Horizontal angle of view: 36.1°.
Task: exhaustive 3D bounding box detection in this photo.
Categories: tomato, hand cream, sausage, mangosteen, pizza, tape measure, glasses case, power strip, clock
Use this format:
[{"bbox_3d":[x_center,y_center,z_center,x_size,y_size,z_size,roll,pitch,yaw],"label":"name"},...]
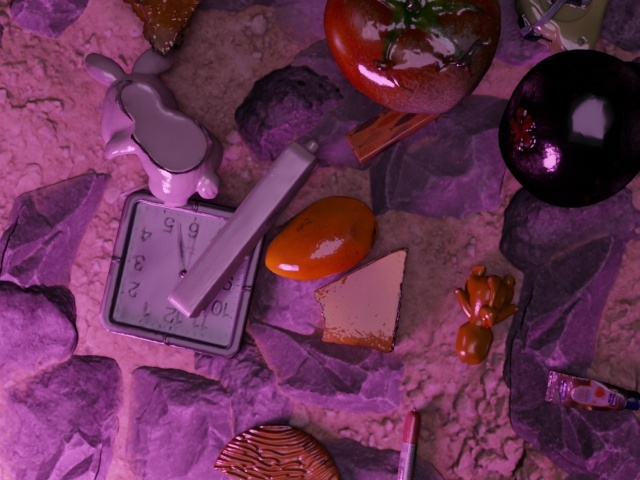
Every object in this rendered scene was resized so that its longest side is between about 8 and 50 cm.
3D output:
[{"bbox_3d":[0.165,-0.367,1.694,0.303,0.239,0.303,-1,83,6],"label":"tomato"},{"bbox_3d":[0.491,0.277,1.768,0.163,0.039,0.062,8,106,7],"label":"hand cream"},{"bbox_3d":[0.158,0.415,1.797,0.029,0.029,0.223,8,90,5],"label":"sausage"},{"bbox_3d":[0.466,-0.191,1.680,0.302,0.275,0.275,-6,89,-26],"label":"mangosteen"},{"bbox_3d":[-0.289,-0.444,1.818,0.147,0.069,0.226,-29,77,-13],"label":"pizza"},{"bbox_3d":[0.434,-0.423,1.743,0.175,0.106,0.200,21,89,1],"label":"tape measure"},{"bbox_3d":[0.132,-0.208,1.799,0.170,0.041,0.064,-32,68,4],"label":"glasses case"},{"bbox_3d":[-0.129,-0.027,1.748,0.062,0.091,0.385,38,90,7],"label":"power strip"},{"bbox_3d":[-0.253,0.059,1.824,0.273,0.049,0.279,13,89,5],"label":"clock"}]

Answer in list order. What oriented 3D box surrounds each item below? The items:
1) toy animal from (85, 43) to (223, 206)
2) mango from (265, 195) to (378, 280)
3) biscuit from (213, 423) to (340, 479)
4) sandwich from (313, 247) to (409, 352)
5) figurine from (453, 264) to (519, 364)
[{"bbox_3d":[-0.298,-0.218,1.776,0.208,0.154,0.325,-14,80,-17],"label":"toy animal"},{"bbox_3d":[-0.001,-0.001,1.778,0.217,0.102,0.141,-23,81,2],"label":"mango"},{"bbox_3d":[-0.082,0.426,1.816,0.229,0.031,0.176,-11,87,4],"label":"biscuit"},{"bbox_3d":[0.070,0.097,1.793,0.162,0.058,0.193,9,93,5],"label":"sandwich"},{"bbox_3d":[0.290,0.137,1.742,0.121,0.122,0.176,17,90,2],"label":"figurine"}]
